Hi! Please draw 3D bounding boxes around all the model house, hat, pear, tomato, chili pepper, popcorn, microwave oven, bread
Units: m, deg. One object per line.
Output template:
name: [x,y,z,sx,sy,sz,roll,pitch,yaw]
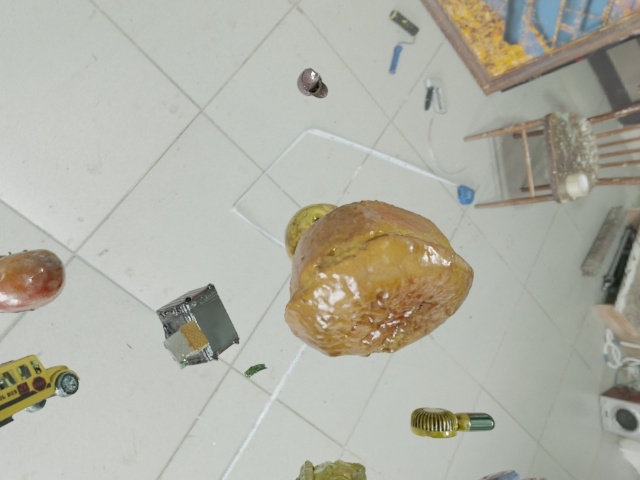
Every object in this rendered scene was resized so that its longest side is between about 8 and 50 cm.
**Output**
model house: [-0.369,0.290,1.338,0.100,0.101,0.088,-37,80,-26]
hat: [-0.022,-0.285,0.905,0.058,0.042,0.087,15,46,-28]
pear: [0.000,0.000,1.739,0.280,0.280,0.281,2,86,-34]
tomato: [-0.779,0.092,1.295,0.181,0.155,0.214,67,15,-2]
chili pepper: [-0.218,0.447,1.691,0.118,0.055,0.035,-13,88,-65]
popcorn: [0.003,0.522,0.909,0.181,0.216,0.235,-13,121,-64]
microwave oven: [-0.439,0.306,1.729,0.188,0.177,0.248,-32,101,-54]
bread: [0.089,0.074,0.804,0.311,0.312,0.173,18,39,-33]

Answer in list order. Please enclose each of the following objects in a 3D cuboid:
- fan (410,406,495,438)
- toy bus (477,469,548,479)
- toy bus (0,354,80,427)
fan: [0.236,0.322,0.861,0.154,0.082,0.039,3,81,-11]
toy bus: [0.220,0.453,0.664,0.231,0.294,0.198,-16,69,-2]
toy bus: [-0.608,0.296,0.873,0.123,0.121,0.335,67,18,0]
